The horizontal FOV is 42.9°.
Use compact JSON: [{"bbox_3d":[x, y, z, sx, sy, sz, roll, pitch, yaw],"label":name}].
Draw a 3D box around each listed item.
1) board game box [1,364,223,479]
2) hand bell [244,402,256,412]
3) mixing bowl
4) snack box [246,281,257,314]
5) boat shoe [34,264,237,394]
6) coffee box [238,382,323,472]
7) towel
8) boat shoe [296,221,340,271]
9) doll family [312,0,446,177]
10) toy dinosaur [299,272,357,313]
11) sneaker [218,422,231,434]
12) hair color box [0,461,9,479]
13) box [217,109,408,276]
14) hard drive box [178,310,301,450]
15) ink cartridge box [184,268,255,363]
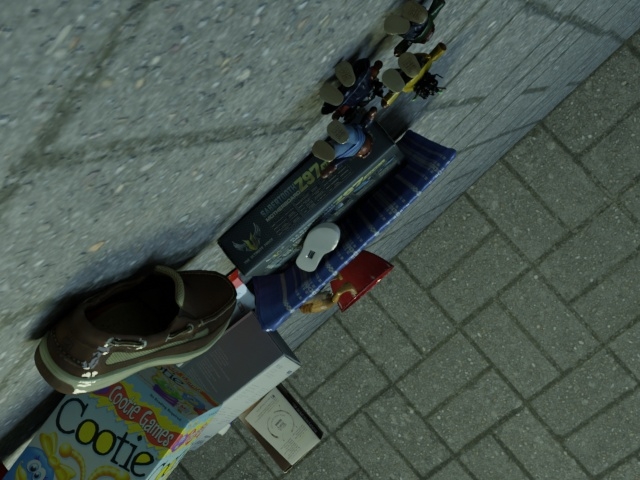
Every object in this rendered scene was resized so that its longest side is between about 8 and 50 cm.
[{"bbox_3d":[-0.273,0.275,1.009,0.275,0.144,0.142,-53,171,2],"label":"board game box"},{"bbox_3d":[-0.250,0.411,1.861,0.242,0.126,0.126,-25,172,-1],"label":"hand bell"},{"bbox_3d":[0.089,0.089,2.075,0.181,0.098,0.181,-41,172,-7],"label":"mixing bowl"},{"bbox_3d":[-0.068,0.080,1.393,0.322,0.060,0.187,-44,172,20],"label":"snack box"},{"bbox_3d":[-0.155,0.071,0.809,0.095,0.095,0.257,-53,167,29],"label":"boat shoe"},{"bbox_3d":[-0.132,0.399,1.969,0.119,0.297,0.168,-41,172,-4],"label":"coffee box"},{"bbox_3d":[0.032,-0.025,1.130,0.336,0.040,0.243,-44,-167,5],"label":"towel"},{"bbox_3d":[0.000,0.000,0.968,0.035,0.035,0.100,-66,-176,-35],"label":"boat shoe"},{"bbox_3d":[0.056,-0.140,0.764,0.193,0.076,0.111,-39,178,17],"label":"doll family"},{"bbox_3d":[0.001,0.099,1.371,0.112,0.064,0.211,-40,172,-8],"label":"toy dinosaur"},{"bbox_3d":[-0.191,0.268,1.715,0.236,0.130,0.323,-56,165,-20],"label":"sneaker"},{"bbox_3d":[-0.453,0.355,1.094,0.072,0.043,0.141,-35,169,-41],"label":"hair color box"},{"bbox_3d":[-0.002,-0.050,1.000,0.232,0.059,0.183,-42,173,8],"label":"box"},{"bbox_3d":[-0.156,0.227,1.292,0.232,0.089,0.181,-37,165,-3],"label":"hard drive box"},{"bbox_3d":[-0.161,0.116,1.207,0.145,0.045,0.179,-40,175,-12],"label":"ink cartridge box"}]
